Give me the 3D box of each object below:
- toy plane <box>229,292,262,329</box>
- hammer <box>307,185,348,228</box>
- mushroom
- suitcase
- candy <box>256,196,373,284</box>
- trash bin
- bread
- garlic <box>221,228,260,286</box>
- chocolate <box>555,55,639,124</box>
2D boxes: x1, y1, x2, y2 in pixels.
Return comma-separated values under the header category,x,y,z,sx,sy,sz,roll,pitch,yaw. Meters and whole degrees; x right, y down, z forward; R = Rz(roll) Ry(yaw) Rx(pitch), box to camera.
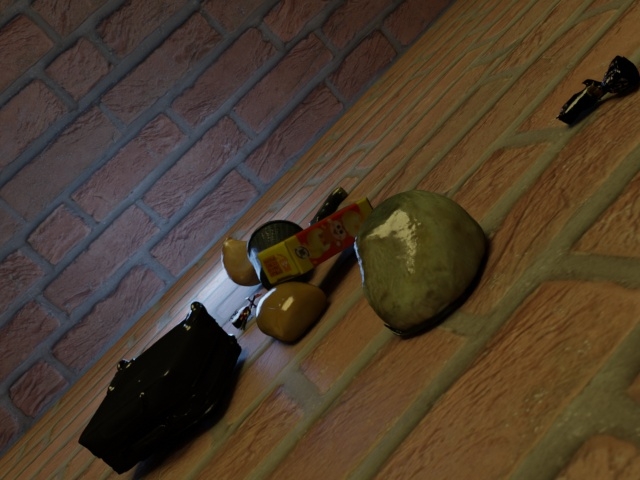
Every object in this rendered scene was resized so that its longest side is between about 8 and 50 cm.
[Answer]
category,x,y,z,sx,sy,sz,roll,pitch,yaw
toy plane,-0.207,0.198,1.844,0.060,0.037,0.145,-26,23,40
hammer,0.008,-0.077,2.039,0.159,0.041,0.226,-26,23,46
mushroom,0.157,0.011,1.107,0.190,0.164,0.267,-26,22,53
suitcase,-0.367,0.347,1.541,0.345,0.188,0.339,-37,14,20
candy,0.000,0.000,1.574,0.276,0.088,0.146,-29,2,-34
trash bin,-0.104,0.058,1.745,0.175,0.175,0.161,-40,26,14
bread,-0.078,0.151,1.501,0.147,0.098,0.217,-45,15,-21
garlic,-0.210,0.054,2.016,0.145,0.164,0.245,-33,11,-35
chocolate,0.494,-0.270,1.200,0.072,0.070,0.147,-18,-6,-43
